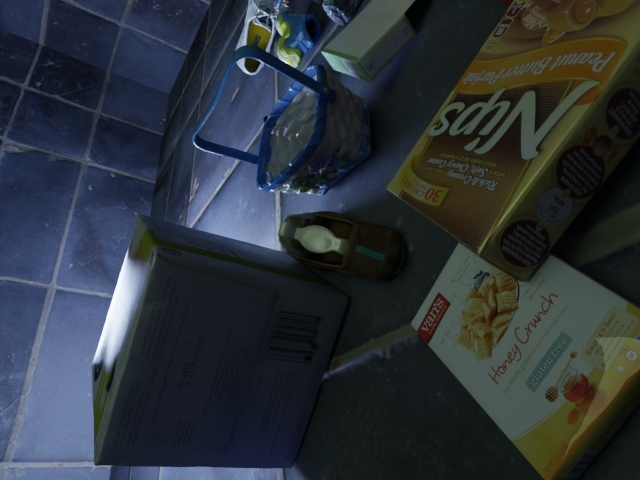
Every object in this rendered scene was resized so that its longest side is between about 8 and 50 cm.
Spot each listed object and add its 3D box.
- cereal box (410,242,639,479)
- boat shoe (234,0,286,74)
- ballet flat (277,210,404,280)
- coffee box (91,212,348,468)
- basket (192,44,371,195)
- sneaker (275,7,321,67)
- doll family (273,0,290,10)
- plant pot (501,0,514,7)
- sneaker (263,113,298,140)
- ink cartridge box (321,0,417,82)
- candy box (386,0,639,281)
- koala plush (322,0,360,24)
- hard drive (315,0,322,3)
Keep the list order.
[{"bbox_3d":[0.210,0.094,0.480,0.172,0.047,0.240,-64,31,15],"label":"cereal box"},{"bbox_3d":[-0.177,-0.696,1.420,0.367,0.136,0.156,-62,32,26],"label":"boat shoe"},{"bbox_3d":[0.000,0.000,0.804,0.342,0.124,0.116,17,91,61],"label":"ballet flat"},{"bbox_3d":[-0.210,0.175,0.860,0.334,0.338,0.337,27,100,60],"label":"coffee box"},{"bbox_3d":[-0.063,-0.210,0.839,0.255,0.289,0.200,-37,41,51],"label":"basket"},{"bbox_3d":[-0.050,-0.565,1.216,0.126,0.091,0.240,-26,52,30],"label":"sneaker"},{"bbox_3d":[-0.097,-0.734,1.276,0.111,0.076,0.192,-46,48,47],"label":"doll family"},{"bbox_3d":[0.233,-0.408,0.539,0.174,0.191,0.191,-48,39,30],"label":"plant pot"},{"bbox_3d":[-0.116,-0.286,1.160,0.224,0.098,0.083,-24,57,53],"label":"sneaker"},{"bbox_3d":[0.126,-0.415,0.860,0.235,0.056,0.171,-44,35,3],"label":"ink cartridge box"},{"bbox_3d":[0.226,-0.138,0.477,0.316,0.088,0.183,-56,33,11],"label":"candy box"},{"bbox_3d":[0.002,-0.642,1.002,0.203,0.221,0.196,-51,37,34],"label":"koala plush"},{"bbox_3d":[0.039,-0.837,1.208,0.353,0.047,0.233,-58,34,28],"label":"hard drive"}]
